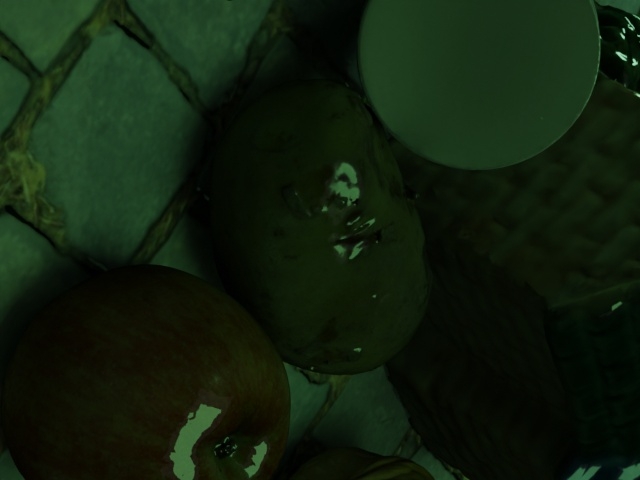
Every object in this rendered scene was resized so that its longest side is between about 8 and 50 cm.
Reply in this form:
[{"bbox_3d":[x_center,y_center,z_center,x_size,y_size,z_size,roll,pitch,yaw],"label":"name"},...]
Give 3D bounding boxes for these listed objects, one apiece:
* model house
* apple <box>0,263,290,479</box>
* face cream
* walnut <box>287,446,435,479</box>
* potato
[{"bbox_3d":[0.306,0.068,1.285,0.395,0.400,0.445,-40,138,-13],"label":"model house"},{"bbox_3d":[-0.116,0.114,0.999,0.188,0.174,0.188,-30,131,-42],"label":"apple"},{"bbox_3d":[0.119,-0.154,1.097,0.153,0.177,0.177,-69,172,-71],"label":"face cream"},{"bbox_3d":[0.047,0.287,1.300,0.193,0.193,0.225,-40,129,-30],"label":"walnut"},{"bbox_3d":[0.000,0.000,1.101,0.165,0.165,0.262,-38,133,-33],"label":"potato"}]
